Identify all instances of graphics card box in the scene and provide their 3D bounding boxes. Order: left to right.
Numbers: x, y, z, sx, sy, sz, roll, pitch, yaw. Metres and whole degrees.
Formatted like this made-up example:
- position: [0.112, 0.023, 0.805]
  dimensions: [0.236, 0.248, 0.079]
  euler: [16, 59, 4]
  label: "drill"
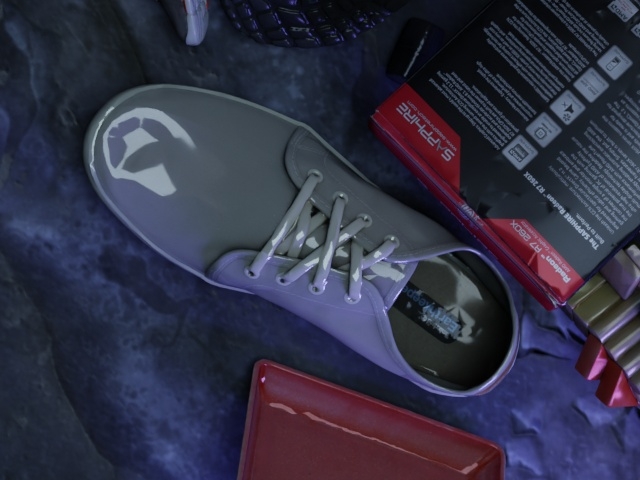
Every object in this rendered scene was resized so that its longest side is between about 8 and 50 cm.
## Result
- position: [0.250, -0.145, 1.580]
  dimensions: [0.371, 0.094, 0.233]
  euler: [-44, 85, -4]
  label: "graphics card box"

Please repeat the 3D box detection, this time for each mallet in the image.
- position: [0.145, -0.132, 1.697]
  dimensions: [0.190, 0.039, 0.062]
  euler: [33, 84, -18]
  label: "mallet"

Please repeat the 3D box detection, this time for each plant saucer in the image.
- position: [0.037, 0.255, 1.621]
  dimensions: [0.258, 0.047, 0.259]
  euler: [21, 45, -15]
  label: "plant saucer"

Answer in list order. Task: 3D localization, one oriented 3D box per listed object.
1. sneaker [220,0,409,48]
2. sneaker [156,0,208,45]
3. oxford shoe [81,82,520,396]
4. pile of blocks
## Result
- position: [0.044, -0.269, 1.635]
  dimensions: [0.283, 0.124, 0.107]
  euler: [-22, 130, 11]
  label: "sneaker"
- position: [-0.145, -0.243, 1.613]
  dimensions: [0.065, 0.061, 0.157]
  euler: [-16, 97, 14]
  label: "sneaker"
- position: [0.000, 0.000, 1.620]
  dimensions: [0.449, 0.130, 0.169]
  euler: [32, 87, -13]
  label: "oxford shoe"
- position: [0.277, 0.075, 1.683]
  dimensions: [0.113, 0.149, 0.362]
  euler: [-39, 101, -7]
  label: "pile of blocks"
